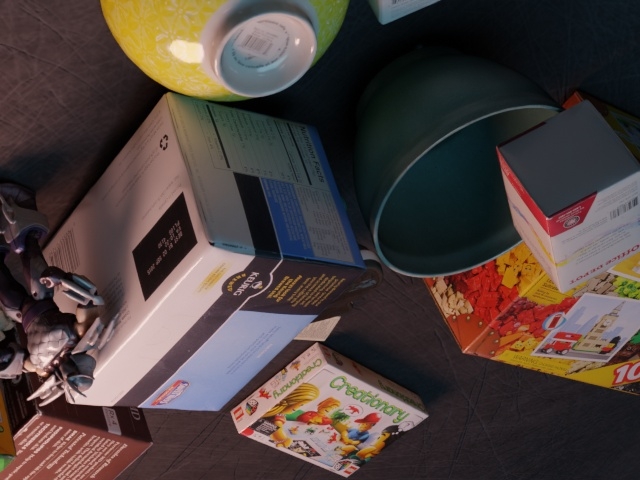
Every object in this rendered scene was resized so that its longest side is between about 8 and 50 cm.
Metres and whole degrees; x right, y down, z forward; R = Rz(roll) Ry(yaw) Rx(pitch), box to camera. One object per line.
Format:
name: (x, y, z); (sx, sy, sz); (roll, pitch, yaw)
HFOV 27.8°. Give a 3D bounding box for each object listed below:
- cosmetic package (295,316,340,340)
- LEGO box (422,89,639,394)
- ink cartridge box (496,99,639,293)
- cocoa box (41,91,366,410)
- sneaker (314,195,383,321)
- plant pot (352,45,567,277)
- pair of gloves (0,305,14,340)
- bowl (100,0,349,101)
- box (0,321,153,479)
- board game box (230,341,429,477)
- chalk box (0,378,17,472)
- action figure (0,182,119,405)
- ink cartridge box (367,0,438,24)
cosmetic package: (-0.035, 0.115, 1.930); (0.115, 0.041, 0.060); (8, 131, -34)
LEGO box: (0.460, 0.028, 1.978); (0.500, 0.193, 0.372); (16, 126, -40)
ink cartridge box: (0.304, -0.050, 1.548); (0.128, 0.127, 0.176); (-28, 144, -3)
cocoa box: (-0.153, 0.027, 1.580); (0.228, 0.231, 0.347); (9, 139, -38)
sneaker: (0.000, 0.000, 1.709); (0.124, 0.178, 0.295); (-14, 169, -15)
plant pot: (0.161, -0.122, 1.641); (0.293, 0.196, 0.293); (-18, 143, -15)
pair of gloves: (-0.525, 0.124, 1.672); (0.240, 0.042, 0.204); (-30, 147, 16)
bowl: (-0.082, -0.249, 1.405); (0.290, 0.156, 0.289); (-15, 140, -13)
box: (-0.377, 0.245, 1.789); (0.167, 0.168, 0.203); (-44, 138, 20)
board game box: (0.020, 0.286, 2.143); (0.193, 0.053, 0.305); (-40, 139, 17)
chalk box: (-0.555, 0.269, 1.669); (0.179, 0.180, 0.289); (15, 134, -44)
action figure: (-0.342, 0.072, 1.520); (0.185, 0.285, 0.099); (-41, 156, 17)
ink cartridge box: (0.117, -0.339, 1.398); (0.159, 0.092, 0.218); (-24, 169, -3)
